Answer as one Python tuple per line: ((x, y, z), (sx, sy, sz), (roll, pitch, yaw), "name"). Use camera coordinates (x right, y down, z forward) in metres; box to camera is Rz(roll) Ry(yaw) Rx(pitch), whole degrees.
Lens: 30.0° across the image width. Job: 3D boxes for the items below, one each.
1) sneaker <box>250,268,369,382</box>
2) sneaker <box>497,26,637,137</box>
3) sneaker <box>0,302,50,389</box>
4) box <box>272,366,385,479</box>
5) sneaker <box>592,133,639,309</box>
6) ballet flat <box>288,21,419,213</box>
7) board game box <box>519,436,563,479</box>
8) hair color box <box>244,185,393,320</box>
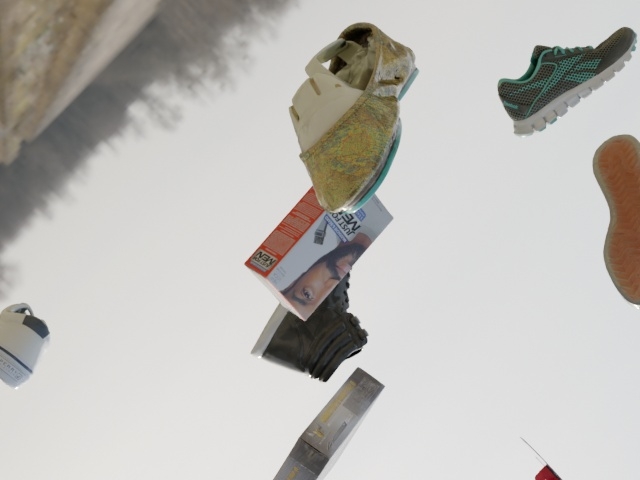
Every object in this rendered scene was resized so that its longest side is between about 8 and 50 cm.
((0.026, 0.093, 1.854), (0.296, 0.147, 0.104), (-58, -179, -22), "sneaker")
((0.261, -0.184, 1.276), (0.166, 0.076, 0.065), (-37, -171, 1), "sneaker")
((-0.384, 0.126, 1.496), (0.091, 0.094, 0.258), (-49, -159, -15), "sneaker")
((-0.003, 0.316, 1.793), (0.183, 0.056, 0.231), (-61, 170, 31), "box")
((0.479, -0.014, 1.758), (0.108, 0.121, 0.302), (-22, -133, 28), "sneaker")
((0.026, -0.142, 1.258), (0.123, 0.123, 0.348), (-39, -165, 27), "ballet flat")
((0.313, 0.336, 1.601), (0.033, 0.169, 0.133), (-42, -146, -2), "board game box")
((0.000, 0.000, 1.411), (0.167, 0.093, 0.053), (-49, -139, -10), "hair color box")
